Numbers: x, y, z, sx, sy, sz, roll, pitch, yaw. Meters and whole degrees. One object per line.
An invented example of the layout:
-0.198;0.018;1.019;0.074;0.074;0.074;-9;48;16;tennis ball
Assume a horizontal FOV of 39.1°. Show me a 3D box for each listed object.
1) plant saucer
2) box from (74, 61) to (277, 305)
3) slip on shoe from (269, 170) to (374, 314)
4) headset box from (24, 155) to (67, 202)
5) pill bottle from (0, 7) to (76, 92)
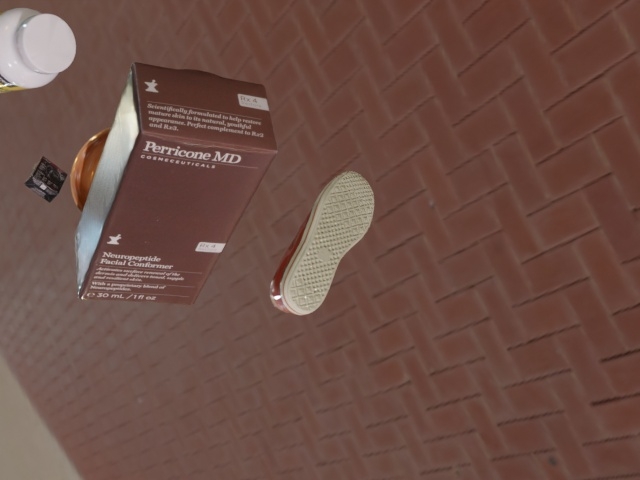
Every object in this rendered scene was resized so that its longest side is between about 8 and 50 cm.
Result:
-0.318;-0.100;1.523;0.200;0.199;0.037;60;166;12;plant saucer
-0.221;-0.064;1.305;0.381;0.191;0.143;122;144;-44;box
0.000;0.000;1.709;0.123;0.331;0.101;42;150;-23;slip on shoe
-0.541;-0.123;1.782;0.032;0.083;0.062;-39;117;24;headset box
-0.405;-0.250;1.191;0.184;0.103;0.103;3;111;43;pill bottle
